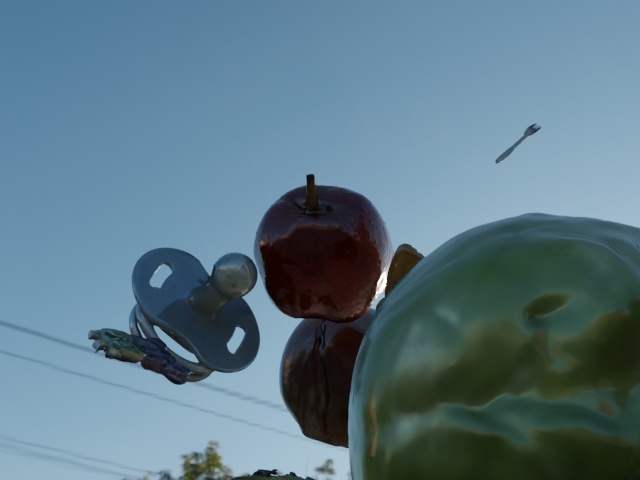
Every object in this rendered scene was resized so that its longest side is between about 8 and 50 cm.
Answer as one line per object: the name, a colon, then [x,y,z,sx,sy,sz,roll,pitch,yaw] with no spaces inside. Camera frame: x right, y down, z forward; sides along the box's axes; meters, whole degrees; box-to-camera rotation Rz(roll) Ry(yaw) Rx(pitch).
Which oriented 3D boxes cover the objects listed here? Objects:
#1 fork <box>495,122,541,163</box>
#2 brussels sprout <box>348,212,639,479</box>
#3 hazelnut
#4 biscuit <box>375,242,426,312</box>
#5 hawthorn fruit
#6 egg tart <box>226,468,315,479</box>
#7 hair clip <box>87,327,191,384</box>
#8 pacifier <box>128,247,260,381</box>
fork: [0.327,-0.162,1.105,0.016,0.115,0.012,41,-21,27]
brussels sprout: [0.152,0.117,0.426,0.316,0.243,0.273,-45,-59,12]
hazelnut: [0.080,0.327,1.635,0.372,0.372,0.315,-13,-38,24]
biscuit: [0.151,0.112,0.974,0.162,0.035,0.250,-7,-60,26]
hawthorn fruit: [0.000,0.000,1.322,0.287,0.287,0.330,-1,-45,9]
egg tart: [-0.119,0.541,1.311,0.278,0.095,0.279,-3,6,0]
hair clip: [-0.302,0.177,1.074,0.146,0.056,0.187,23,-12,-31]
pacifier: [-0.210,0.113,1.269,0.299,0.244,0.233,41,-63,-12]
